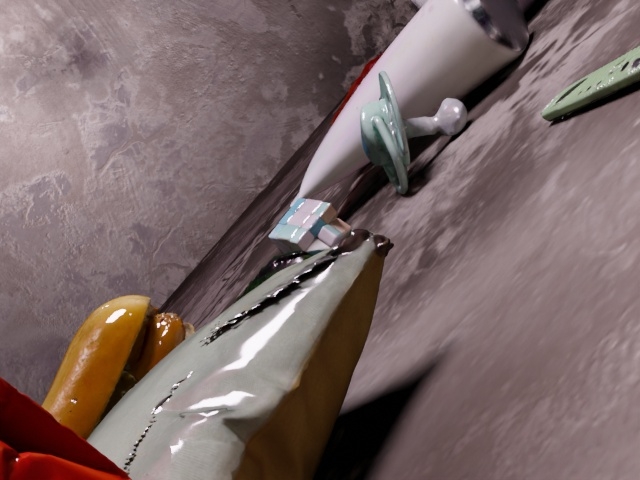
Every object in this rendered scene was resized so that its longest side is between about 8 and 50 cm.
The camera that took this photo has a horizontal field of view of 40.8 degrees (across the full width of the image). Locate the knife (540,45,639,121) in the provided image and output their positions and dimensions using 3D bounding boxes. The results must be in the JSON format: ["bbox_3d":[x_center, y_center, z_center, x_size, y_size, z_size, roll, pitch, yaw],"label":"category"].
[{"bbox_3d":[0.225,-0.125,0.539,0.043,0.020,0.293,-53,9,-18],"label":"knife"}]

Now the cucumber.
[{"bbox_3d":[-0.060,0.071,0.936,0.069,0.069,0.227,-55,7,-38],"label":"cucumber"}]

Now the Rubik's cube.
[{"bbox_3d":[-0.002,0.001,0.945,0.075,0.073,0.084,-42,33,-6],"label":"Rubik's cube"}]

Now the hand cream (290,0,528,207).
[{"bbox_3d":[0.093,-0.180,1.057,0.358,0.118,0.185,-38,17,41],"label":"hand cream"}]

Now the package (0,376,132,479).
[{"bbox_3d":[-0.157,0.235,0.241,0.196,0.123,0.423,-47,29,22],"label":"package"}]

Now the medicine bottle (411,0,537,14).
[{"bbox_3d":[0.248,-0.415,1.098,0.316,0.202,0.202,-44,10,21],"label":"medicine bottle"}]

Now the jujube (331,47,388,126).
[{"bbox_3d":[0.087,-0.203,1.262,0.176,0.109,0.112,-50,-26,9],"label":"jujube"}]

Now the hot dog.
[{"bbox_3d":[-0.194,0.209,0.709,0.100,0.135,0.337,5,61,41],"label":"hot dog"}]

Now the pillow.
[{"bbox_3d":[-0.096,0.159,0.534,0.310,0.119,0.312,-36,16,50],"label":"pillow"}]

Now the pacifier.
[{"bbox_3d":[0.102,-0.117,0.921,0.116,0.127,0.150,-12,-22,0],"label":"pacifier"}]
